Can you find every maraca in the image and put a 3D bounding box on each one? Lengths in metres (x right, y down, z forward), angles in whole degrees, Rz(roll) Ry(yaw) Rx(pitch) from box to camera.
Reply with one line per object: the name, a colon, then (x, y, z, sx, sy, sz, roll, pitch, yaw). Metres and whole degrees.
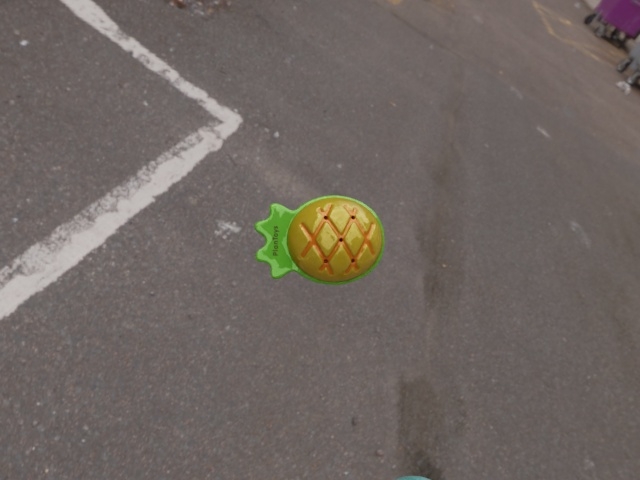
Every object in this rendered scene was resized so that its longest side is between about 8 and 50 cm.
maraca: (0.000, 0.000, 0.781, 0.186, 0.099, 0.127, -1, 87, -9)

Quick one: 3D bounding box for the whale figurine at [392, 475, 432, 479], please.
whale figurine: (0.193, 0.455, 0.859, 0.216, 0.272, 0.141, 47, 57, -20)
